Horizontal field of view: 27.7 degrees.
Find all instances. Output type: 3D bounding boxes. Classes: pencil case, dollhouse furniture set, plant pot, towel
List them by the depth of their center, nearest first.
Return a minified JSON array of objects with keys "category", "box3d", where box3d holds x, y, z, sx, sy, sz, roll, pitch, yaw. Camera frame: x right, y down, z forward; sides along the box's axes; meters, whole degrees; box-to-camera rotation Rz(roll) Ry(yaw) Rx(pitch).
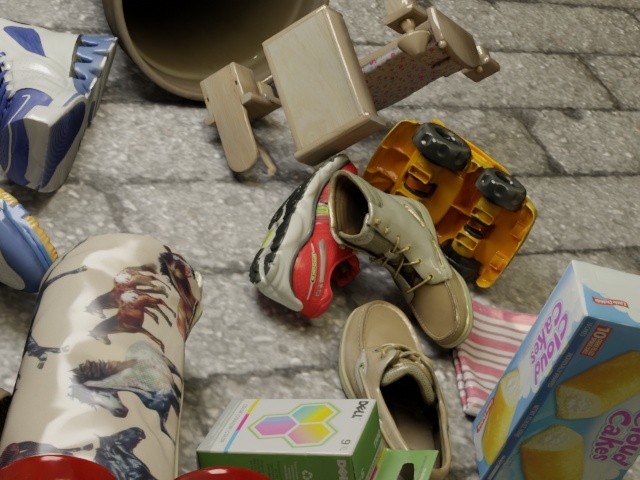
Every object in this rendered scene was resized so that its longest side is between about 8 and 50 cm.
[{"category":"pencil case","box3d":[-0.196,0.162,1.201,0.184,0.160,0.410,15,37,-13]},{"category":"towel","box3d":[0.228,0.148,1.556,0.144,0.029,0.197,13,38,-13]},{"category":"dollhouse furniture set","box3d":[0.067,-0.166,1.779,0.355,0.303,0.173,17,51,-58]},{"category":"plant pot","box3d":[-0.188,-0.393,1.814,0.323,0.323,0.280,-4,28,-32]}]

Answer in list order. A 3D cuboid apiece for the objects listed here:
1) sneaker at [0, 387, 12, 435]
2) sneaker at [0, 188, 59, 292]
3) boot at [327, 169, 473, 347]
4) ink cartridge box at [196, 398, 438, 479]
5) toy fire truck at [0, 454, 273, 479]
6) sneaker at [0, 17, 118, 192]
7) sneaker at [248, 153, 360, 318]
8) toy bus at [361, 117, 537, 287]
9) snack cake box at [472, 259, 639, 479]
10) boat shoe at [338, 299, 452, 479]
[{"category":"sneaker","box3d":[-0.358,0.189,1.177,0.071,0.066,0.188,15,28,18]},{"category":"sneaker","box3d":[-0.413,-0.011,1.370,0.296,0.112,0.131,30,50,17]},{"category":"boot","box3d":[0.091,0.022,1.532,0.165,0.077,0.213,24,38,-50]},{"category":"ink cartridge box","box3d":[-0.001,0.202,1.246,0.209,0.062,0.109,-1,21,17]},{"category":"toy fire truck","box3d":[-0.149,0.302,0.973,0.302,0.254,0.169,8,46,-17]},{"category":"sneaker","box3d":[-0.370,-0.179,1.582,0.182,0.127,0.315,16,30,-4]},{"category":"sneaker","box3d":[0.000,0.000,1.586,0.118,0.107,0.279,39,38,-10]},{"category":"toy bus","box3d":[0.188,-0.060,1.720,0.220,0.149,0.211,36,22,14]},{"category":"snack cake box","box3d":[0.283,0.156,1.375,0.152,0.264,0.089,14,38,-12]},{"category":"boat shoe","box3d":[0.089,0.162,1.403,0.109,0.098,0.302,12,38,-15]}]
